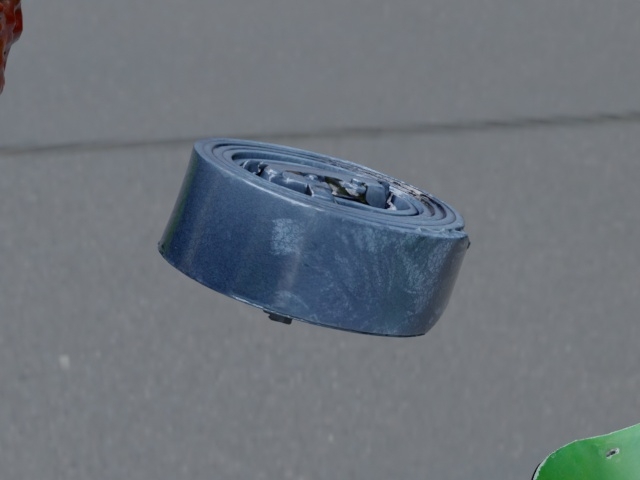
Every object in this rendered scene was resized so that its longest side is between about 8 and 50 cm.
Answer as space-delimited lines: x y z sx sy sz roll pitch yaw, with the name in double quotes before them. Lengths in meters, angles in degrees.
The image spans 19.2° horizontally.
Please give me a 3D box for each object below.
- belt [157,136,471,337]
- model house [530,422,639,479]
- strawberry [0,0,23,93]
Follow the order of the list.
"belt" 0.000 0.000 1.098 0.190 0.082 0.141 7 19 -44
"model house" 0.152 0.180 0.931 0.117 0.088 0.167 -20 79 -31
"strawberry" -0.305 -0.103 1.156 0.253 0.150 0.280 -8 20 -10
